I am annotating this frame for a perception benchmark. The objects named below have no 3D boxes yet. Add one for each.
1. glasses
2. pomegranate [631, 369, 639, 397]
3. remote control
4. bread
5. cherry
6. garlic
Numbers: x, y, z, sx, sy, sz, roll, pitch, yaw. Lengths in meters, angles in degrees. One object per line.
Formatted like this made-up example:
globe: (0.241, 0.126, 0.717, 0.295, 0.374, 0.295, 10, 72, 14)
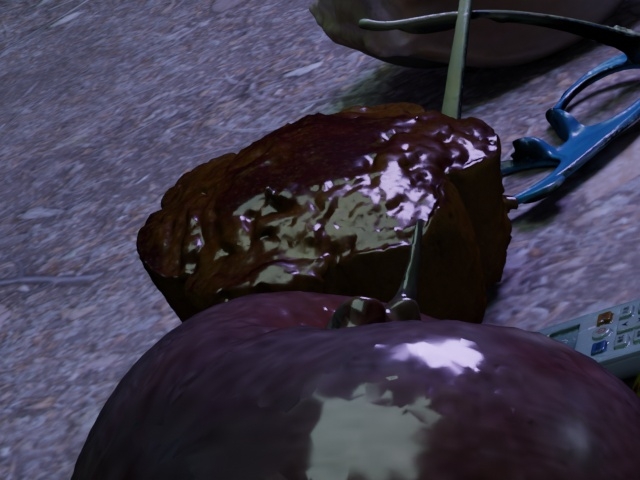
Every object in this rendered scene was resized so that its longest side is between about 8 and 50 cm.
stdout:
glasses: (0.127, -0.125, 1.297, 0.239, 0.207, 0.102, -35, -12, -30)
pomegranate: (0.182, 0.105, 0.735, 0.205, 0.159, 0.159, -45, 16, 19)
remote control: (0.178, 0.054, 0.989, 0.162, 0.029, 0.061, -19, 20, 24)
bread: (0.011, -0.002, 1.138, 0.232, 0.135, 0.246, -20, 22, 8)
cherry: (0.012, 0.144, 0.660, 0.261, 0.221, 0.307, 8, 78, 60)
garlic: (0.140, -0.288, 1.495, 0.340, 0.246, 0.231, -64, 24, 4)
